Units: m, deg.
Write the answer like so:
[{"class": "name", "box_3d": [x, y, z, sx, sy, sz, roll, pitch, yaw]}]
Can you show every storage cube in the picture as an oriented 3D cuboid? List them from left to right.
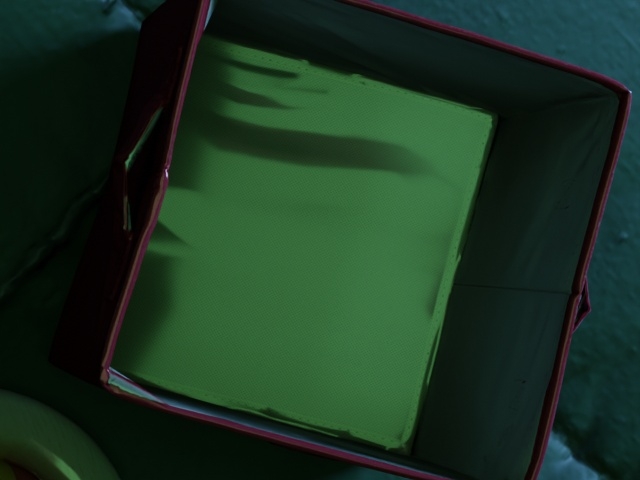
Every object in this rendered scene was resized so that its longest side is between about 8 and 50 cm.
[{"class": "storage cube", "box_3d": [0.000, 0.000, 0.837, 0.215, 0.193, 0.184, 16, 85, -14]}]

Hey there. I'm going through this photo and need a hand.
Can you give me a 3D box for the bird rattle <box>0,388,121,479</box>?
[{"class": "bird rattle", "box_3d": [-0.152, 0.168, 0.836, 0.253, 0.143, 0.207, 16, 69, -17]}]
